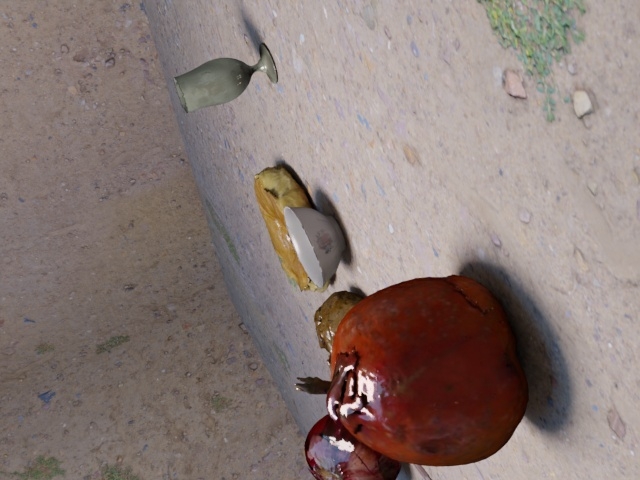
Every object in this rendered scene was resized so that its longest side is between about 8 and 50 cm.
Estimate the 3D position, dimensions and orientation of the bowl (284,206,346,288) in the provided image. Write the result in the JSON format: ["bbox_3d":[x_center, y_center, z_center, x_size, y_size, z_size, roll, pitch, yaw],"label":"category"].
[{"bbox_3d":[0.000,0.000,1.738,0.189,0.086,0.189,61,167,23],"label":"bowl"}]

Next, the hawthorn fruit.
[{"bbox_3d":[0.116,0.181,1.128,0.276,0.308,0.276,171,90,-81],"label":"hawthorn fruit"}]

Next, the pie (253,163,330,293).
[{"bbox_3d":[-0.068,-0.026,1.973,0.339,0.083,0.339,159,90,-76],"label":"pie"}]

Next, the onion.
[{"bbox_3d":[0.086,0.514,2.038,0.252,0.219,0.252,15,128,21],"label":"onion"}]

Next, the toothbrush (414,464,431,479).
[{"bbox_3d":[0.229,0.525,1.871,0.194,0.017,0.014,-130,27,-59],"label":"toothbrush"}]

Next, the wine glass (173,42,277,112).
[{"bbox_3d":[-0.196,-0.330,1.697,0.093,0.202,0.093,59,166,25],"label":"wine glass"}]

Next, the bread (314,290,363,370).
[{"bbox_3d":[0.067,0.222,1.775,0.230,0.123,0.230,57,164,26],"label":"bread"}]
